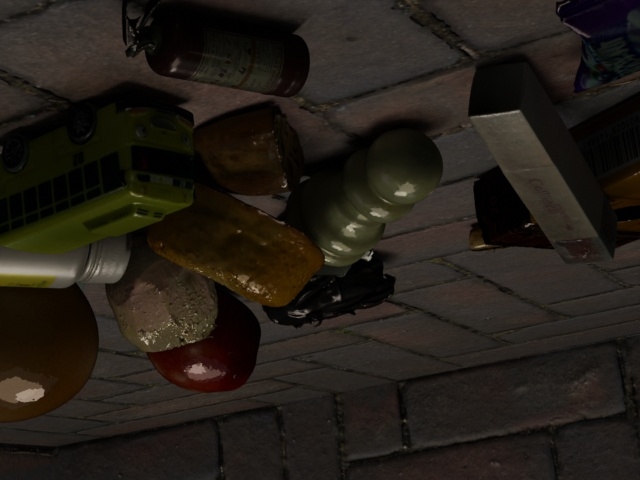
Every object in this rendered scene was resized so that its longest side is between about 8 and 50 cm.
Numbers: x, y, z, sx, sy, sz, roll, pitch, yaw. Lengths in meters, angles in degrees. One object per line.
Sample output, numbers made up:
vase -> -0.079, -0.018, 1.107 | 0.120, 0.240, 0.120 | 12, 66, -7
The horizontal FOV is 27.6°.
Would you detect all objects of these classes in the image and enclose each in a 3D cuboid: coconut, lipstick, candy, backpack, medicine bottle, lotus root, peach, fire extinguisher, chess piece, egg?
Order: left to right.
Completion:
egg -> -0.505, 0.129, 1.967 | 0.351, 0.282, 0.282 | 19, 166, 6
medicine bottle -> -0.407, -0.005, 1.832 | 0.258, 0.143, 0.143 | 2, 163, -33
coconut -> -0.265, 0.081, 2.144 | 0.194, 0.194, 0.194 | -6, 165, -2
peach -> -0.233, 0.185, 2.511 | 0.243, 0.199, 0.243 | 28, -174, -3
fire extinguisher -> -0.115, -0.210, 1.364 | 0.231, 0.071, 0.099 | 7, 132, -38
lotus root -> -0.086, -0.105, 1.706 | 0.135, 0.095, 0.159 | -10, 159, 24
backpack -> 0.015, 0.094, 2.437 | 0.258, 0.133, 0.206 | -10, 169, -15
chess piece -> 0.072, -0.072, 1.832 | 0.144, 0.144, 0.251 | 3, 157, -31
lipstick -> 0.297, -0.092, 1.707 | 0.076, 0.080, 0.371 | -5, 148, 30
candy -> 0.343, -0.235, 1.463 | 0.145, 0.070, 0.275 | -18, 161, 10

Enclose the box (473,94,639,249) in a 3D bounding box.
box -> 0.453, -0.092, 1.937 | 0.264, 0.116, 0.415 | 3, 162, -33

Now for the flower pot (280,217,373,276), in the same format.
flower pot -> 0.000, 0.000, 2.066 | 0.108, 0.103, 0.229 | 0, 170, -16

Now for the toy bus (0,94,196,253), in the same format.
toy bus -> -0.280, -0.075, 1.611 | 0.262, 0.150, 0.128 | -18, 163, 34

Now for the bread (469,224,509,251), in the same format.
bread -> 0.317, -0.010, 2.304 | 0.106, 0.053, 0.072 | -11, -172, 24

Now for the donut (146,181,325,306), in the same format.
donut -> -0.128, 0.008, 1.839 | 0.277, 0.108, 0.277 | 25, 174, 3

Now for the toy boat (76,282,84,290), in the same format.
toy boat -> -0.495, 0.051, 2.166 | 0.207, 0.079, 0.134 | 6, 155, -7
